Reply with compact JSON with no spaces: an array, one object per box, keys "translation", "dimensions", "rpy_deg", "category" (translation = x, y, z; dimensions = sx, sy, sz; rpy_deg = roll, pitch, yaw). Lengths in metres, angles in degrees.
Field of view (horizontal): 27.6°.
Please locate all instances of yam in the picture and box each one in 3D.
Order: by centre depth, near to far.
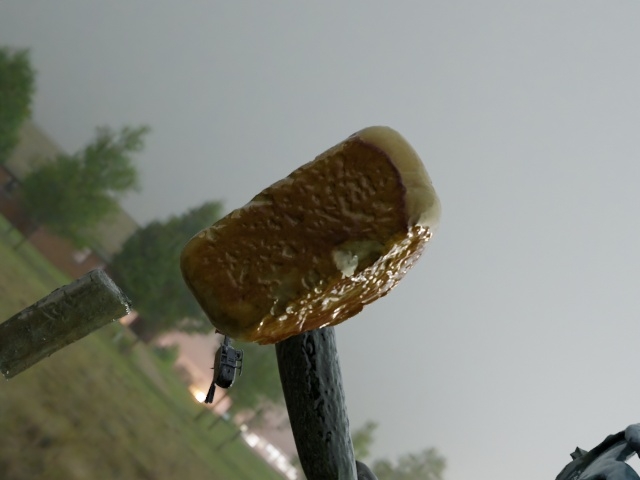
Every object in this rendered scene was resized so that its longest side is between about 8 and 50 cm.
[{"translation":[-0.237,0.073,1.161],"dimensions":[0.054,0.132,0.054],"rpy_deg":[60,-3,4],"category":"yam"}]

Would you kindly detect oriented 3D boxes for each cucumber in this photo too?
[{"translation":[-0.004,0.195,1.526],"dimensions":[0.074,0.074,0.241],"rpy_deg":[64,14,-70],"category":"cucumber"}]

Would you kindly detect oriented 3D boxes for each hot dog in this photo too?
[{"translation":[0.000,0.000,1.285],"dimensions":[0.150,0.256,0.153],"rpy_deg":[60,9,15],"category":"hot dog"}]

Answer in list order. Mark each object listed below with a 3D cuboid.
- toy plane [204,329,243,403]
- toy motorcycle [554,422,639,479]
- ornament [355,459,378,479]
[{"translation":[-0.142,0.171,1.927],"dimensions":[0.037,0.145,0.060],"rpy_deg":[21,-44,-19],"category":"toy plane"},{"translation":[0.282,0.231,0.950],"dimensions":[0.260,0.154,0.206],"rpy_deg":[17,47,-31],"category":"toy motorcycle"},{"translation":[0.111,0.421,1.772],"dimensions":[0.260,0.251,0.106],"rpy_deg":[17,44,-17],"category":"ornament"}]
